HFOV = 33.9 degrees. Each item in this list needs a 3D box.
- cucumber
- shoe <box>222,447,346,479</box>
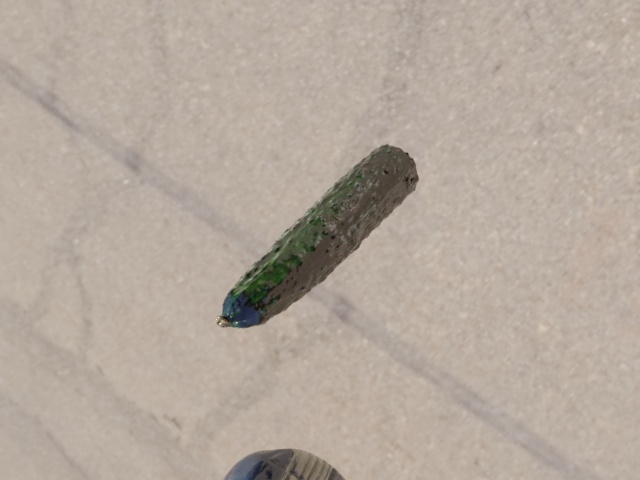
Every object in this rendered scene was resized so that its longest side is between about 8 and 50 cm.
[{"bbox_3d":[0.000,0.000,1.083,0.067,0.293,0.068,28,142,25],"label":"cucumber"},{"bbox_3d":[-0.021,0.138,0.430,0.071,0.064,0.143,8,130,21],"label":"shoe"}]
